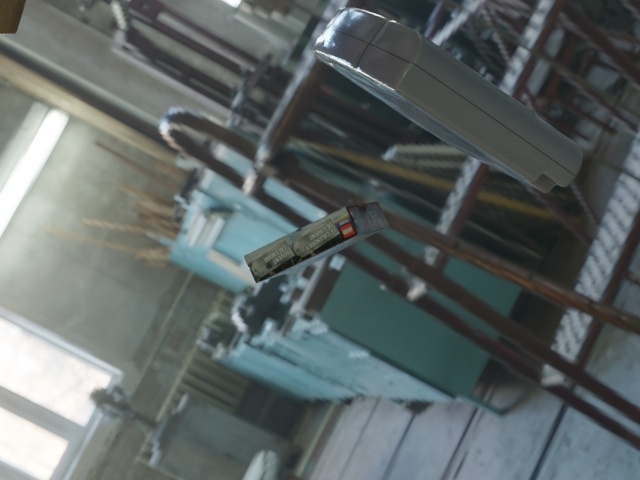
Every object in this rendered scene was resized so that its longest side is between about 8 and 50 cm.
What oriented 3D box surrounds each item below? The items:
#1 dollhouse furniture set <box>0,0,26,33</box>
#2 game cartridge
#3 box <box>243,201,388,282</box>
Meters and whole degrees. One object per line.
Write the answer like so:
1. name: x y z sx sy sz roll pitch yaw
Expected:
1. dollhouse furniture set: -0.475 -0.309 1.215 0.303 0.286 0.198 43 116 59
2. game cartridge: 0.094 -0.134 0.995 0.062 0.198 0.297 -53 19 4
3. box: 0.000 0.000 0.936 0.094 0.027 0.137 -26 -3 14
